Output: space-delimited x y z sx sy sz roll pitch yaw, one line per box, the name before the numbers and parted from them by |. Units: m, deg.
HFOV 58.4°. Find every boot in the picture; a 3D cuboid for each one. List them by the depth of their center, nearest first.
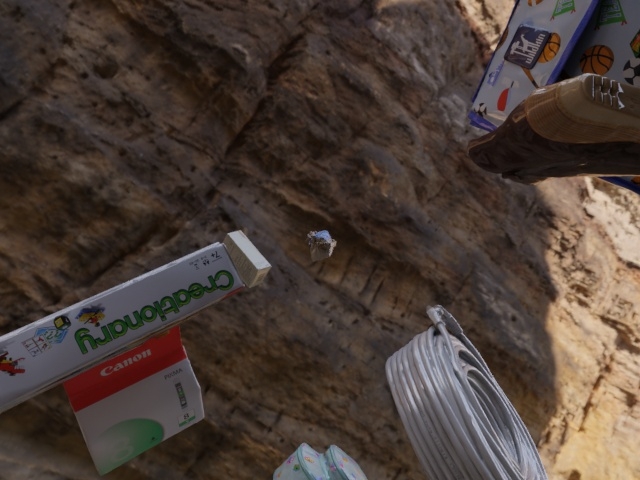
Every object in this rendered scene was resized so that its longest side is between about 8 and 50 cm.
boot | 0.333 -0.110 0.697 0.248 0.090 0.207 19 -17 -13

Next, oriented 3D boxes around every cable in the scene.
cable | 0.175 0.226 0.673 0.257 0.089 0.257 53 17 -12

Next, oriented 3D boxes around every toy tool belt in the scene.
toy tool belt | 0.000 0.000 1.011 0.083 0.052 0.051 -69 139 -74

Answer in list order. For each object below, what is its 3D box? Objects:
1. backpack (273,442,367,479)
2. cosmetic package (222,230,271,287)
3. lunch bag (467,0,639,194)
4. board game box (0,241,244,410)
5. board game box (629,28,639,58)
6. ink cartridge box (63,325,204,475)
backpack | 0.009 0.464 1.052 0.188 0.144 0.166 39 2 -11
cosmetic package | -0.162 0.039 1.229 0.115 0.041 0.060 49 -52 21
lunch bag | 0.480 -0.287 0.990 0.385 0.239 0.328 34 -66 28
board game box | -0.238 0.102 0.535 0.053 0.305 0.193 63 -28 2
board game box | 0.471 -0.306 0.662 0.259 0.136 0.030 44 30 -76
ink cartridge box | -0.274 0.234 0.862 0.056 0.181 0.225 44 -35 35
